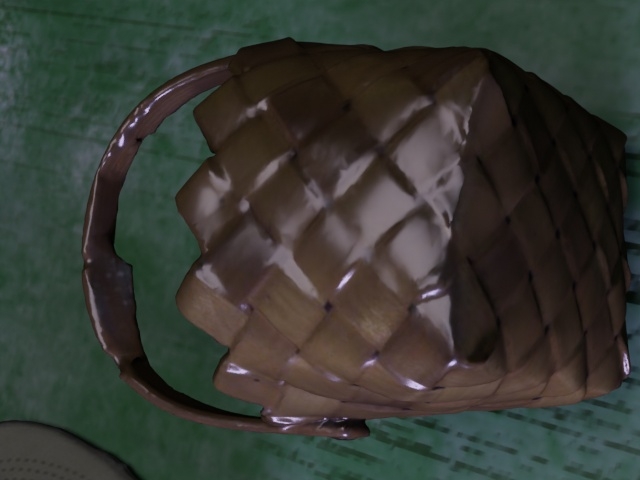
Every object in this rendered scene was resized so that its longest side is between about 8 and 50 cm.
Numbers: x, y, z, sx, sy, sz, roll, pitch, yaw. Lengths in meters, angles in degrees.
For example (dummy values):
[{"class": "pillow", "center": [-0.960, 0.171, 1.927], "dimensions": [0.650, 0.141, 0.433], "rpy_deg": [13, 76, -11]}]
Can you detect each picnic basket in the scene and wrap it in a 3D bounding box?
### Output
[{"class": "picnic basket", "center": [0.000, 0.000, 0.470], "dimensions": [0.178, 0.138, 0.128], "rpy_deg": [-6, 78, 31]}]

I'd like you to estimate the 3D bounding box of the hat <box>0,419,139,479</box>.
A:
[{"class": "hat", "center": [-0.140, 0.188, 0.550], "dimensions": [0.244, 0.149, 0.214], "rpy_deg": [28, 98, 27]}]
